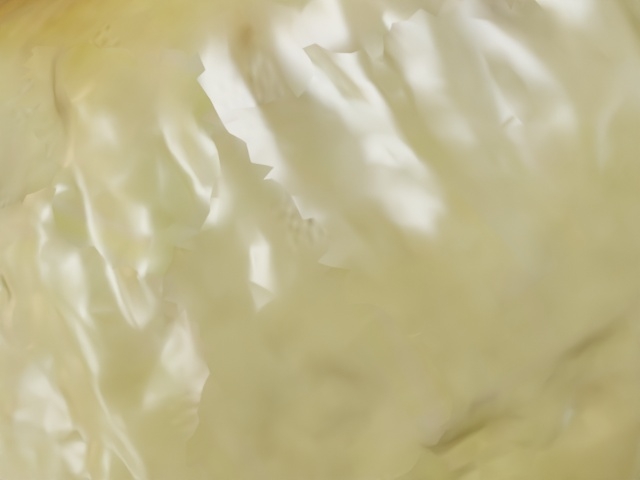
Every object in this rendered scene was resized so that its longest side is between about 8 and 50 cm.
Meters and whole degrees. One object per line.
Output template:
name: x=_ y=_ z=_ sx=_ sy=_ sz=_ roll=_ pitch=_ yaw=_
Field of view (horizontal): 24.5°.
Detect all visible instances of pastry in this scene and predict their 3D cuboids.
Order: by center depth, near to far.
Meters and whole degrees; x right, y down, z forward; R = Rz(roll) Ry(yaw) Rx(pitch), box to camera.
pastry: x=0.000 y=0.000 z=0.565 sx=0.388 sy=0.388 sz=0.313 roll=-25 pitch=113 yaw=1
